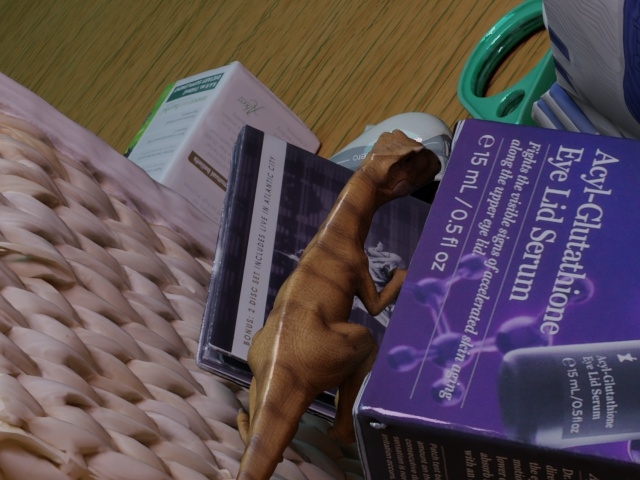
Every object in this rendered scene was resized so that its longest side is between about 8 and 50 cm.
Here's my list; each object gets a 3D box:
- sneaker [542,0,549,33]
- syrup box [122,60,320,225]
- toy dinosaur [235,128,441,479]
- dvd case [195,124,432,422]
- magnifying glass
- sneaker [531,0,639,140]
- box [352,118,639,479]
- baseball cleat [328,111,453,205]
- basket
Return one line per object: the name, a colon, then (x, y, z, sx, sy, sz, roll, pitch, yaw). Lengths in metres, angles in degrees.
sneaker: (0.223, -0.185, 1.061, 0.217, 0.079, 0.121, -47, 23, 0)
syrup box: (-0.107, -0.003, 1.326, 0.093, 0.096, 0.237, -11, 43, 53)
toy dinosaur: (-0.010, 0.049, 0.700, 0.064, 0.112, 0.211, 11, 53, 14)
dvd case: (0.055, 0.040, 0.848, 0.018, 0.221, 0.164, -58, 16, 34)
magnifying glass: (0.118, -0.075, 1.142, 0.092, 0.026, 0.231, -33, 29, 31)
sneaker: (0.198, -0.104, 0.830, 0.182, 0.127, 0.315, -36, -12, -8)
box: (0.135, 0.053, 0.704, 0.207, 0.108, 0.153, 7, 51, 17)
baseball cleat: (0.000, 0.000, 1.174, 0.206, 0.072, 0.109, -40, 32, 28)
basket: (-0.143, 0.160, 0.853, 0.328, 0.331, 0.266, -42, 37, 15)
